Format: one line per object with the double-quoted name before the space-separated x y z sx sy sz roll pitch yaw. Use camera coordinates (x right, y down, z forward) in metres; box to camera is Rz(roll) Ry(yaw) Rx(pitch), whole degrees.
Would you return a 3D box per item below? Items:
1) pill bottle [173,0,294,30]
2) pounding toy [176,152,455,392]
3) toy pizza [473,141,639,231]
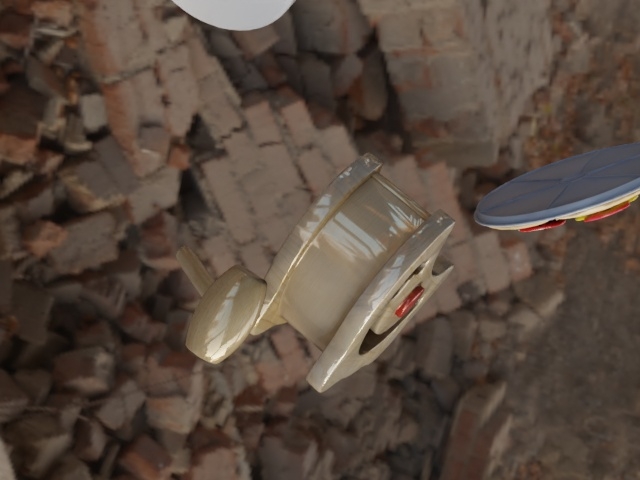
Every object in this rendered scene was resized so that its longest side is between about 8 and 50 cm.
"pill bottle" -0.019 -0.281 0.851 0.264 0.153 0.153 -58 139 -38
"pounding toy" 0.000 0.000 0.814 0.154 0.155 0.269 -54 167 14
"toy pizza" 0.244 -0.045 1.084 0.201 0.201 0.032 -32 106 -43
